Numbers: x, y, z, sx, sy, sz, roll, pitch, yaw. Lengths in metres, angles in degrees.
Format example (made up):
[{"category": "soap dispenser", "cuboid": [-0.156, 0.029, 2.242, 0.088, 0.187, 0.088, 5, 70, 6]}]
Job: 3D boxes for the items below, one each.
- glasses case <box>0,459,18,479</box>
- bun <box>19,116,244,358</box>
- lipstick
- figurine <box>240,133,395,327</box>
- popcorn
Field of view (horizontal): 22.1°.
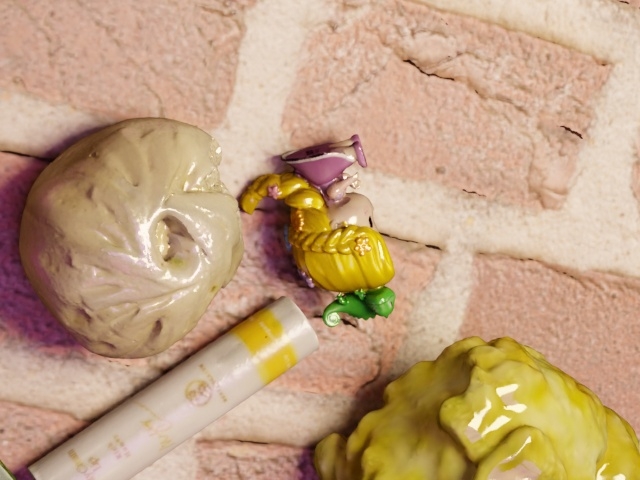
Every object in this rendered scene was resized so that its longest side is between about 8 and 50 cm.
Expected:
[{"category": "glasses case", "cuboid": [-0.239, 0.288, 1.363, 0.095, 0.062, 0.272, -40, 118, -11]}, {"category": "bun", "cuboid": [-0.136, -0.002, 1.297, 0.193, 0.128, 0.178, -37, 116, -15]}, {"category": "lipstick", "cuboid": [-0.123, 0.141, 1.381, 0.264, 0.059, 0.059, -34, 116, -14]}, {"category": "figurine", "cuboid": [0.000, 0.000, 1.387, 0.115, 0.095, 0.156, -14, 103, 11]}, {"category": "popcorn", "cuboid": [0.137, 0.210, 1.449, 0.250, 0.235, 0.242, -31, 117, 29]}]
